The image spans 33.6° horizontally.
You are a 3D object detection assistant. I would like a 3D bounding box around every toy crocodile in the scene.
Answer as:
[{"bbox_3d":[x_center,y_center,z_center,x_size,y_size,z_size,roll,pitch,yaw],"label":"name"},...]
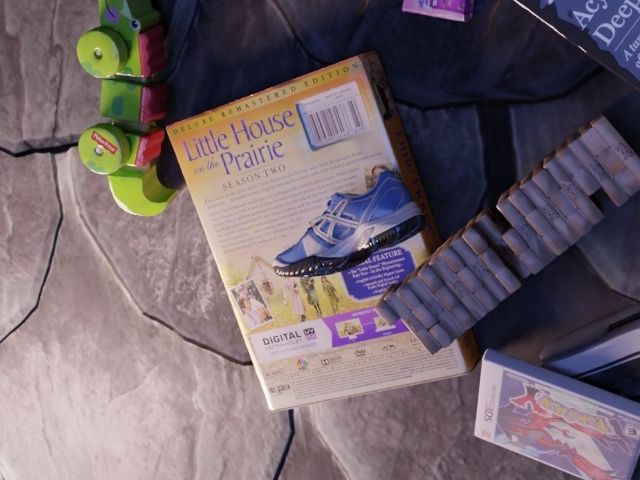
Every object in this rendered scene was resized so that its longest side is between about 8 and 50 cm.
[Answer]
[{"bbox_3d":[-0.250,-0.197,1.412,0.105,0.115,0.340,9,111,17],"label":"toy crocodile"}]

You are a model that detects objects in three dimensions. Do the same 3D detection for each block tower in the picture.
[{"bbox_3d":[0.220,-0.001,1.222,0.335,0.091,0.097,-40,90,16],"label":"block tower"}]

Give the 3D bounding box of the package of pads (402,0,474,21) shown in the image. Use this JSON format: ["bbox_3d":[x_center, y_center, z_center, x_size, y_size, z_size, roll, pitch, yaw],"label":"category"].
[{"bbox_3d":[0.139,-0.289,1.248,0.083,0.032,0.050,15,113,21],"label":"package of pads"}]

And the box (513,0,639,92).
[{"bbox_3d":[0.293,-0.371,1.048,0.395,0.212,0.293,39,119,11],"label":"box"}]

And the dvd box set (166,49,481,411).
[{"bbox_3d":[0.000,0.000,1.380,0.308,0.062,0.420,-17,97,28],"label":"dvd box set"}]

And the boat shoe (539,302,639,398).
[{"bbox_3d":[0.401,0.126,1.202,0.306,0.113,0.105,-28,99,32],"label":"boat shoe"}]

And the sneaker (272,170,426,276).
[{"bbox_3d":[0.029,-0.013,1.294,0.211,0.080,0.081,-26,76,26],"label":"sneaker"}]

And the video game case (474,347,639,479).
[{"bbox_3d":[0.287,0.221,1.280,0.201,0.023,0.183,19,144,19],"label":"video game case"}]
